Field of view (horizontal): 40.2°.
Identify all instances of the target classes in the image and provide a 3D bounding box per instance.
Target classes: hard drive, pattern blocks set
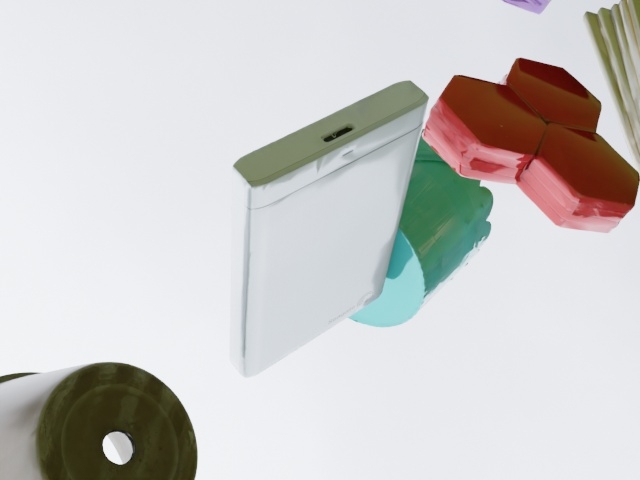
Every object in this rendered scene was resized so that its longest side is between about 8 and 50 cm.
[{"bbox_3d":[0.000,0.000,1.009,0.233,0.353,0.047,-30,-120,-27],"label":"hard drive"},{"bbox_3d":[0.210,-0.046,0.403,0.325,0.026,0.285,25,-137,-3],"label":"pattern blocks set"}]

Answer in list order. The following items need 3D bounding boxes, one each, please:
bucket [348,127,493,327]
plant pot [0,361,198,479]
[{"bbox_3d":[0.090,-0.023,1.264,0.281,0.281,0.183,46,-129,2],"label":"bucket"},{"bbox_3d":[-0.295,0.276,1.012,0.323,0.280,0.323,22,-128,-30],"label":"plant pot"}]
